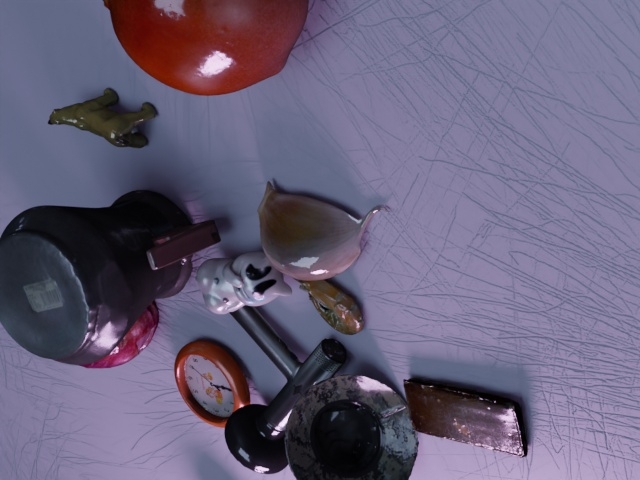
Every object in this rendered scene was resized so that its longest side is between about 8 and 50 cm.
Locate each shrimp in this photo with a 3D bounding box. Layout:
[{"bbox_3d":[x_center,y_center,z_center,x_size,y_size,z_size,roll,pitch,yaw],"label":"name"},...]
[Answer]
[{"bbox_3d":[0.009,0.107,1.750,0.180,0.041,0.099,40,147,13],"label":"shrimp"}]

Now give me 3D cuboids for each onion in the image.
[{"bbox_3d":[-0.506,0.168,2.066,0.256,0.230,0.273,22,119,28],"label":"onion"}]

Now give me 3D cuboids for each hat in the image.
[{"bbox_3d":[0.044,0.367,1.785,0.266,0.265,0.128,66,167,-10],"label":"hat"}]

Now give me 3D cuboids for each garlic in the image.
[{"bbox_3d":[0.004,0.003,1.662,0.266,0.128,0.149,7,130,25],"label":"garlic"}]

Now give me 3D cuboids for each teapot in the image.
[{"bbox_3d":[-0.395,0.042,1.815,0.376,0.361,0.306,-14,101,31],"label":"teapot"}]

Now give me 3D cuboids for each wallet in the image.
[{"bbox_3d":[0.253,0.307,1.661,0.232,0.031,0.122,7,122,38],"label":"wallet"}]

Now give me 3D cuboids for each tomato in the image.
[{"bbox_3d":[-0.169,-0.377,1.452,0.321,0.321,0.322,19,124,30],"label":"tomato"}]

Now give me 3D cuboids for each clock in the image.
[{"bbox_3d":[-0.233,0.309,2.041,0.205,0.051,0.205,18,123,31],"label":"clock"}]

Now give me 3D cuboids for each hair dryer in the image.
[{"bbox_3d":[-0.100,0.257,1.903,0.284,0.155,0.320,49,124,34],"label":"hair dryer"}]

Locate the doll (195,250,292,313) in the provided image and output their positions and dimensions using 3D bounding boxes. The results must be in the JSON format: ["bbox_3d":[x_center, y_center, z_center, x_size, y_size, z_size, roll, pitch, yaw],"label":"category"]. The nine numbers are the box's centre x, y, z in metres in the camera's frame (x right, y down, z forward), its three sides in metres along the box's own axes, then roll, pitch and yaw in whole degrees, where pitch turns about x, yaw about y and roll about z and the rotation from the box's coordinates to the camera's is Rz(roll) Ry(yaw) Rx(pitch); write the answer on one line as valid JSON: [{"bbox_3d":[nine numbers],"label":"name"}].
[{"bbox_3d":[-0.151,0.077,1.801,0.180,0.107,0.110,-11,103,38],"label":"doll"}]

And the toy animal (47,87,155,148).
[{"bbox_3d":[-0.433,-0.235,1.866,0.218,0.101,0.103,25,129,27],"label":"toy animal"}]
